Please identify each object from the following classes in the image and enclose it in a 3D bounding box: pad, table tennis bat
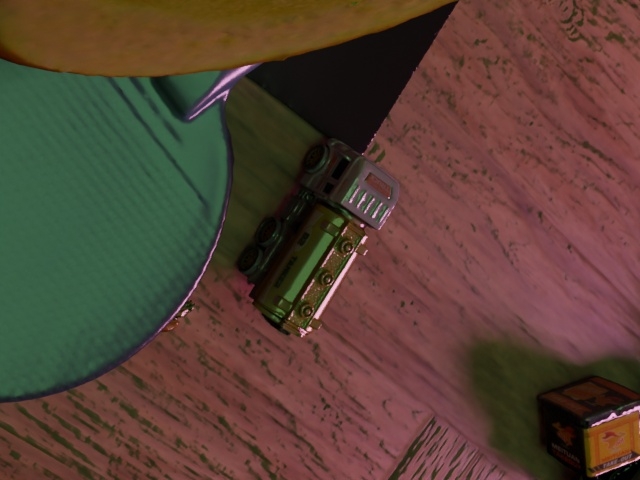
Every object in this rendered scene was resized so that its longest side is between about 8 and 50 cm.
[{"bbox_3d":[0.032,-0.195,0.790,0.170,0.006,0.245,34,87,-34],"label":"pad"},{"bbox_3d":[-0.128,-0.049,0.712,0.329,0.044,0.215,-41,112,-13],"label":"table tennis bat"}]

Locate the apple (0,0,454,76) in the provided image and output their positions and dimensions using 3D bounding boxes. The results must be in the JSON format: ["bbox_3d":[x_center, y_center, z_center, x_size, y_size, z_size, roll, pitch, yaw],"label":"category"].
[{"bbox_3d":[-0.060,-0.235,0.495,0.374,0.384,0.374,-14,119,-27],"label":"apple"}]

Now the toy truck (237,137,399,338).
[{"bbox_3d":[0.000,0.000,0.799,0.052,0.063,0.123,34,87,-33],"label":"toy truck"}]

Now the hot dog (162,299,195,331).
[{"bbox_3d":[-0.115,0.030,0.766,0.083,0.021,0.037,28,80,-33],"label":"hot dog"}]

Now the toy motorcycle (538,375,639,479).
[{"bbox_3d":[0.307,0.156,1.019,0.263,0.091,0.157,-17,109,-23],"label":"toy motorcycle"}]
